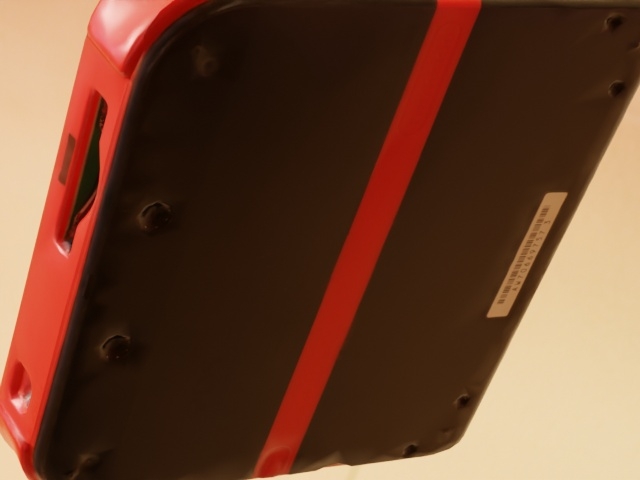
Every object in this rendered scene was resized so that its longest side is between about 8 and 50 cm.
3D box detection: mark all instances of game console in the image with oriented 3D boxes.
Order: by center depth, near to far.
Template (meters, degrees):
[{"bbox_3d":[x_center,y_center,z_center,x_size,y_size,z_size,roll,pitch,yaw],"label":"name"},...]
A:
[{"bbox_3d":[0.000,0.000,0.900,0.342,0.387,0.060,-4,-138,-31],"label":"game console"}]
